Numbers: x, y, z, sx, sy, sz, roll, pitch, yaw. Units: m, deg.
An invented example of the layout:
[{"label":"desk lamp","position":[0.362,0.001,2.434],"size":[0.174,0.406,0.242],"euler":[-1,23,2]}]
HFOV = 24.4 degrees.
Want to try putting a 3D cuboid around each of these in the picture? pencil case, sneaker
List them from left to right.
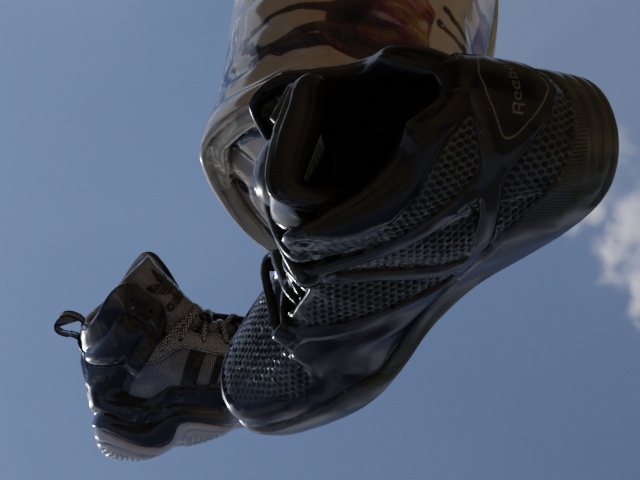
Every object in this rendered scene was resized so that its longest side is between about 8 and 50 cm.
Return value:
[{"label":"sneaker","position":[-0.090,0.075,1.207],"size":[0.269,0.153,0.101],"euler":[-21,-165,16]},{"label":"sneaker","position":[0.000,0.000,0.603],"size":[0.130,0.227,0.087],"euler":[15,-131,-33]},{"label":"pencil case","position":[0.042,-0.154,0.899],"size":[0.184,0.160,0.410],"euler":[-1,-134,10]}]
